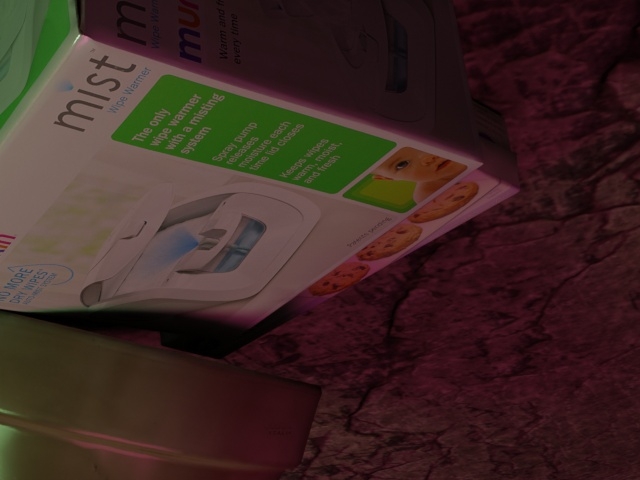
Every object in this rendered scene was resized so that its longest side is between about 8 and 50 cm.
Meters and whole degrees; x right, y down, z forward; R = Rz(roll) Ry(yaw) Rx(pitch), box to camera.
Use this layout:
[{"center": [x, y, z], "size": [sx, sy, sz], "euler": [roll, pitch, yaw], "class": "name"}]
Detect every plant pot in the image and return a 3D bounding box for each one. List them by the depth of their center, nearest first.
[{"center": [-0.184, 0.205, 0.767], "size": [0.323, 0.280, 0.323], "euler": [12, 172, 2], "class": "plant pot"}]

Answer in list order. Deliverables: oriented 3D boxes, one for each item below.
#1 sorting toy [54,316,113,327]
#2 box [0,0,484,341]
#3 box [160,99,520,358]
[{"center": [-0.195, 0.042, 0.847], "size": [0.061, 0.042, 0.102], "euler": [1, 166, 18], "class": "sorting toy"}, {"center": [-0.086, -0.060, 0.593], "size": [0.231, 0.127, 0.262], "euler": [13, 147, -35], "class": "box"}, {"center": [0.000, 0.000, 0.781], "size": [0.067, 0.063, 0.324], "euler": [22, 140, -39], "class": "box"}]
